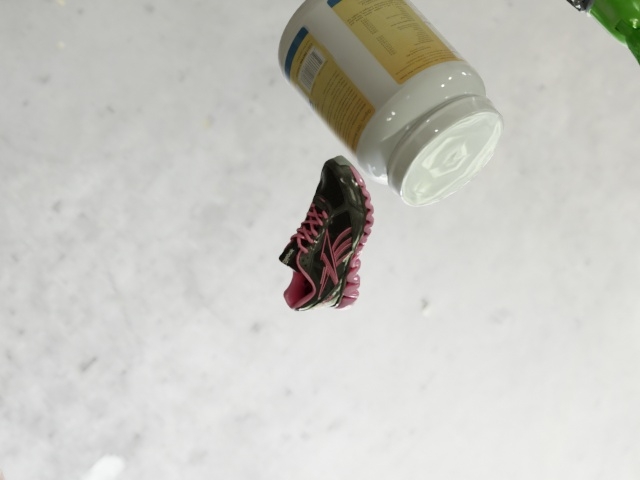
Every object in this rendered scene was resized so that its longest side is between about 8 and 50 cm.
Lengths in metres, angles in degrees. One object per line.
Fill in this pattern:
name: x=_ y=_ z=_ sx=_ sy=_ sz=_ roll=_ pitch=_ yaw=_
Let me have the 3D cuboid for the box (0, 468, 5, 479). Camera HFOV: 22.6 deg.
box: x=-0.258 y=0.211 z=1.154 sx=0.087 sy=0.058 sz=0.232 roll=-22 pitch=101 yaw=-2

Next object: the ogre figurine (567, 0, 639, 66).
ogre figurine: x=0.216 y=-0.114 z=0.812 sx=0.197 sy=0.118 sz=0.097 roll=12 pitch=142 yaw=-36

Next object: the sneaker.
sneaker: x=0.000 y=0.000 z=1.077 sx=0.057 sy=0.047 sz=0.119 roll=-11 pitch=124 yaw=-27

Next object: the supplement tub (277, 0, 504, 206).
supplement tub: x=0.067 y=-0.144 z=1.530 sx=0.144 sy=0.200 sz=0.144 roll=-30 pitch=152 yaw=-17
